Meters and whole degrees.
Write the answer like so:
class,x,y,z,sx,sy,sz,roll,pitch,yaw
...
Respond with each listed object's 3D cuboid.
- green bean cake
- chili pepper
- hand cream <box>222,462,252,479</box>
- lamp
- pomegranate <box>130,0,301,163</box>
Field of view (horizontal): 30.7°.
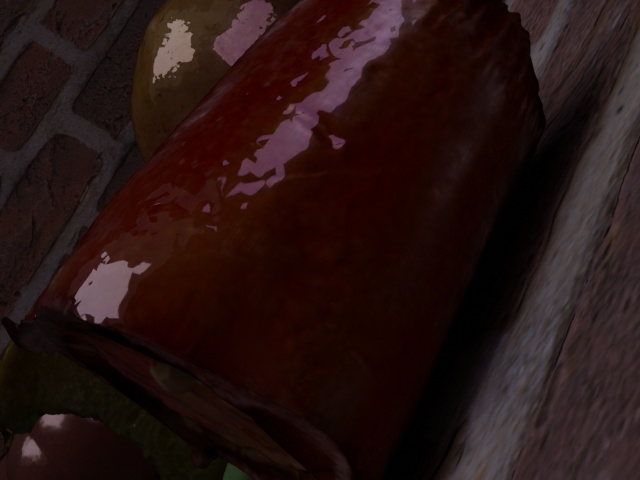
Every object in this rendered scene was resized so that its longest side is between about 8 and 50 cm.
class,x,y,z,sx,sy,sz,roll,pitch,yaw
green bean cake,-0.159,0.119,1.077,0.233,0.236,0.124,-56,5,8
chili pepper,0.000,0.000,0.694,0.305,0.229,0.251,-51,0,-27
hand cream,-0.038,0.151,0.883,0.095,0.046,0.175,-66,3,-38
lamp,-0.291,0.239,1.456,0.305,0.239,0.305,-58,6,10
pomegranate,-0.063,-0.181,1.436,0.338,0.338,0.338,-58,7,12
